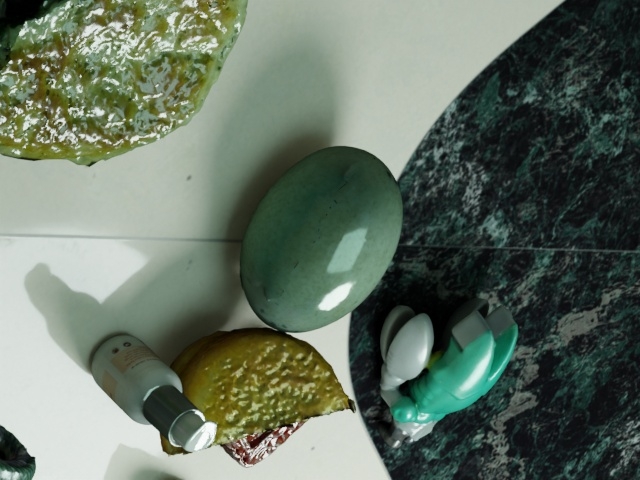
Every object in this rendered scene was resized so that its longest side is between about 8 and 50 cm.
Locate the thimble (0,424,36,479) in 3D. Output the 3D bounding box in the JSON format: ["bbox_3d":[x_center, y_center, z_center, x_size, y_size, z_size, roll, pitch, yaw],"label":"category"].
[{"bbox_3d":[-0.384,0.246,1.750,0.090,0.118,0.135,-52,154,6],"label":"thimble"}]

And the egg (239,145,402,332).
[{"bbox_3d":[0.000,0.000,1.884,0.169,0.169,0.236,29,94,-47],"label":"egg"}]

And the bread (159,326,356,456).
[{"bbox_3d":[-0.083,0.173,1.908,0.229,0.143,0.139,-13,93,-15],"label":"bread"}]

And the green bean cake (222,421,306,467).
[{"bbox_3d":[-0.076,0.210,2.041,0.135,0.056,0.135,-41,136,-15],"label":"green bean cake"}]

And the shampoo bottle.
[{"bbox_3d":[-0.187,0.179,1.821,0.074,0.192,0.074,-23,131,-29],"label":"shampoo bottle"}]

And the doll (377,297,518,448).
[{"bbox_3d":[0.149,0.167,2.165,0.258,0.153,0.195,-41,158,12],"label":"doll"}]

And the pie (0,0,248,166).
[{"bbox_3d":[-0.205,-0.227,1.626,0.371,0.078,0.296,-53,137,2],"label":"pie"}]
